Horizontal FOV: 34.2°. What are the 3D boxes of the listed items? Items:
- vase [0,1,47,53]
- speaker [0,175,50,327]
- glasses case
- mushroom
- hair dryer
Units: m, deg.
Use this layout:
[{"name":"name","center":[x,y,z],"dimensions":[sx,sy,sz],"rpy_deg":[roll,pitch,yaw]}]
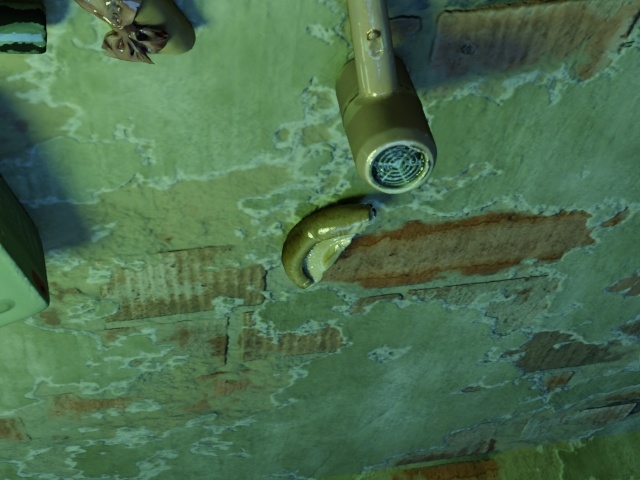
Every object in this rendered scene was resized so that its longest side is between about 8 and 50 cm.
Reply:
[{"name":"vase","center":[-0.418,-0.242,1.171],"dimensions":[0.211,0.060,0.060],"rpy_deg":[-1,147,-17]},{"name":"speaker","center":[-0.517,-0.017,1.395],"dimensions":[0.184,0.183,0.406],"rpy_deg":[-17,149,-2]},{"name":"glasses case","center":[-0.232,-0.261,1.194],"dimensions":[0.102,0.070,0.193],"rpy_deg":[-19,148,14]},{"name":"mushroom","center":[0.000,-0.002,1.686],"dimensions":[0.094,0.072,0.210],"rpy_deg":[7,141,-31]},{"name":"hair dryer","center":[0.062,-0.235,1.263],"dimensions":[0.107,0.189,0.344],"rpy_deg":[-13,134,1]}]
